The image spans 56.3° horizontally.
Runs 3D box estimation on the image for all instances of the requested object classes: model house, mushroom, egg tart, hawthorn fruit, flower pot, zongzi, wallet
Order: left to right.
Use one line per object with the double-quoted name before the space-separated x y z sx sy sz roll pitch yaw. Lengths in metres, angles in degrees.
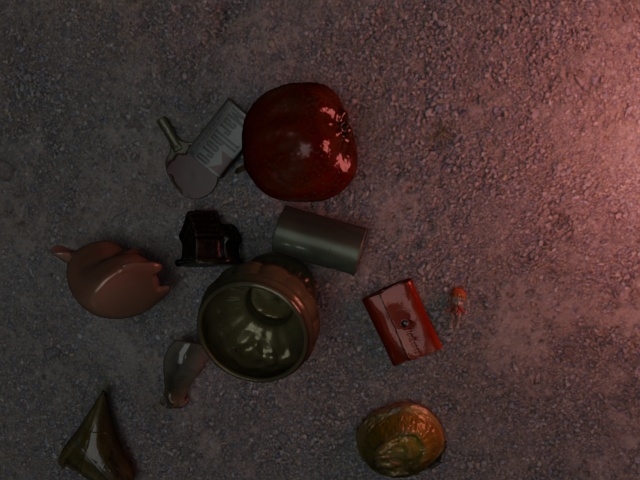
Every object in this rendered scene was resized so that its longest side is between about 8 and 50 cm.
"zongzi" -0.605 0.591 1.740 0.228 0.115 0.256 33 93 -2
"mushroom" -0.392 0.372 1.665 0.116 0.093 0.225 22 99 -17
"model house" -0.293 -0.004 1.586 0.165 0.106 0.152 0 89 -27
"flower pot" -0.134 0.177 1.493 0.307 0.244 0.308 5 114 12
"hawthorn fruit" -0.076 -0.218 1.433 0.330 0.287 0.287 -17 98 27
"egg tart" 0.215 0.550 1.603 0.252 0.098 0.232 5 105 4
"wallet" 0.213 0.216 1.562 0.142 0.045 0.205 -24 96 12

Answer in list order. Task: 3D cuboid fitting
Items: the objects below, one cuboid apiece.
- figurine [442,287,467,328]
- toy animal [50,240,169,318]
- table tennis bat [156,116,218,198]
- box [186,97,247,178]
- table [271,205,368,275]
"figurine" 0.346 0.174 1.534 0.064 0.047 0.109 3 110 1
"toy animal" -0.556 0.089 1.584 0.212 0.256 0.195 -32 127 -24
"table tennis bat" -0.363 -0.220 1.588 0.131 0.022 0.234 -29 96 12
"box" -0.247 -0.263 1.545 0.115 0.036 0.177 39 99 -3
"table" 0.000 0.000 1.514 0.219 0.126 0.126 16 103 5
